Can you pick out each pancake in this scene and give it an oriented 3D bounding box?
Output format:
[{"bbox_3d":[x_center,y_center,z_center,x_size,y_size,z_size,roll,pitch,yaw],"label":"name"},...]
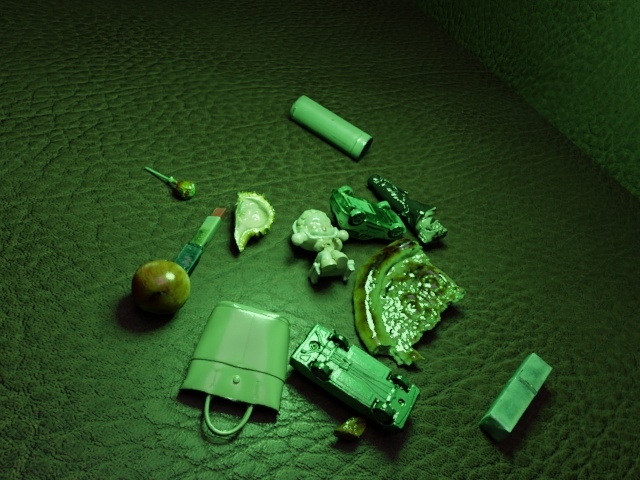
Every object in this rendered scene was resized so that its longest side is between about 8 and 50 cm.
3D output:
[{"bbox_3d":[0.240,0.164,1.483,0.304,0.067,0.427,32,53,18],"label":"pancake"}]

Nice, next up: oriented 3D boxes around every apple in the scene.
[{"bbox_3d":[-0.399,0.121,1.253,0.146,0.147,0.147,11,45,-11],"label":"apple"}]

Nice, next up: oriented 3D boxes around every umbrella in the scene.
[{"bbox_3d":[0.302,-0.126,1.783,0.113,0.106,0.358,-5,44,-51],"label":"umbrella"}]

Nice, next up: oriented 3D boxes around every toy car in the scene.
[{"bbox_3d":[0.145,-0.069,1.658,0.305,0.125,0.136,17,34,-38],"label":"toy car"},{"bbox_3d":[0.085,0.343,1.256,0.320,0.097,0.141,32,44,11],"label":"toy car"}]

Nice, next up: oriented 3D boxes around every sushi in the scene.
[{"bbox_3d":[0.072,0.449,1.191,0.099,0.047,0.050,5,56,-40],"label":"sushi"}]

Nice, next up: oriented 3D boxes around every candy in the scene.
[{"bbox_3d":[-0.478,-0.190,1.589,0.200,0.061,0.060,28,44,17],"label":"candy"}]

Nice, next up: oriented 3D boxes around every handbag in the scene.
[{"bbox_3d":[-0.199,0.314,1.208,0.241,0.109,0.316,15,58,-6],"label":"handbag"}]

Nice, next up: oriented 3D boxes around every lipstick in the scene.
[{"bbox_3d":[-0.346,-0.002,1.452,0.051,0.051,0.312,20,43,0],"label":"lipstick"},{"bbox_3d":[0.534,0.424,1.370,0.076,0.078,0.289,43,49,20],"label":"lipstick"}]

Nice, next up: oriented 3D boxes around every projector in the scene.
[{"bbox_3d":[0.042,-0.446,1.989,0.337,0.108,0.108,35,45,12],"label":"projector"}]

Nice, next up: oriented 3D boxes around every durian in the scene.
[{"bbox_3d":[-0.219,-0.047,1.533,0.140,0.078,0.224,26,53,-14],"label":"durian"}]

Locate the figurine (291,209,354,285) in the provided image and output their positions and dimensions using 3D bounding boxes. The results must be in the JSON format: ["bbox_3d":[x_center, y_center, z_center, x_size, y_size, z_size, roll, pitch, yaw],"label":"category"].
[{"bbox_3d":[0.003,0.005,1.533,0.181,0.145,0.257,-16,56,-8],"label":"figurine"}]

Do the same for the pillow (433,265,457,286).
[{"bbox_3d":[0.342,0.153,1.587,0.211,0.034,0.135,-26,56,-39],"label":"pillow"}]
